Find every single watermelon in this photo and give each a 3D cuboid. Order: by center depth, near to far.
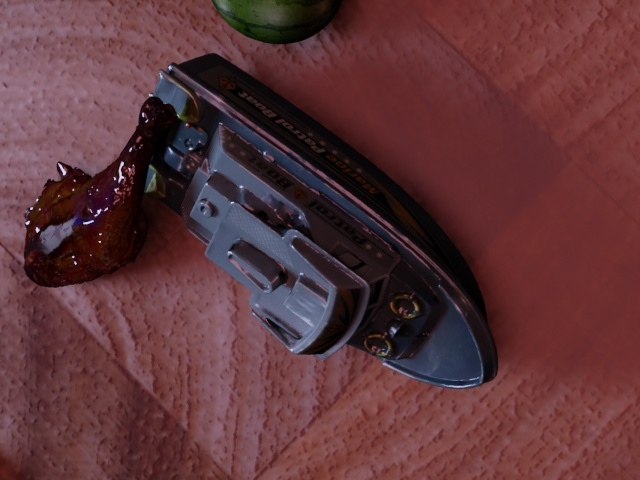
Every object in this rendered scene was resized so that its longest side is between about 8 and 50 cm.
[{"bbox_3d":[-0.033,-0.184,0.943,0.109,0.109,0.109,0,92,11],"label":"watermelon"}]

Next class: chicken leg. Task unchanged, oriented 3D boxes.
[{"bbox_3d":[-0.154,-0.024,0.951,0.205,0.053,0.093,-22,70,44],"label":"chicken leg"}]

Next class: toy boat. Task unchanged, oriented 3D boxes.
[{"bbox_3d":[-0.003,0.001,0.927,0.296,0.122,0.114,39,135,9],"label":"toy boat"}]
